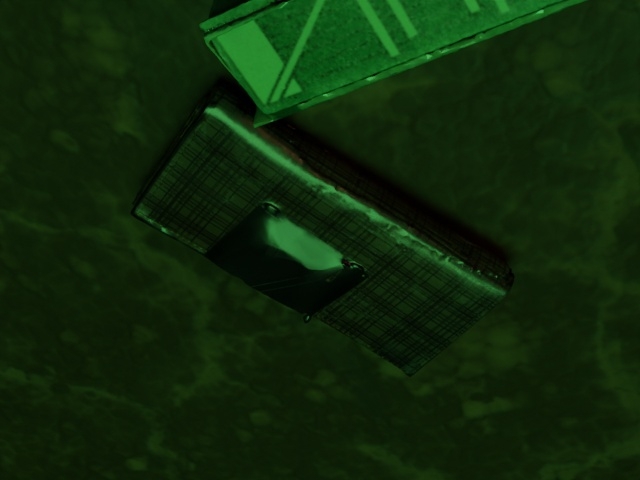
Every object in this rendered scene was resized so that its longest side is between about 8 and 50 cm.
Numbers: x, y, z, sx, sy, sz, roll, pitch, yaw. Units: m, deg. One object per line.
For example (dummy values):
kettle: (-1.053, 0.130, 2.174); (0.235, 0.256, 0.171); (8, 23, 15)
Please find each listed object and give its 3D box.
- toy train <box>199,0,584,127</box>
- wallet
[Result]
toy train: (0.036, -0.170, 0.550); (0.269, 0.115, 0.154); (-18, 133, 28)
wallet: (0.000, 0.000, 0.759); (0.230, 0.042, 0.124); (29, 130, -15)
